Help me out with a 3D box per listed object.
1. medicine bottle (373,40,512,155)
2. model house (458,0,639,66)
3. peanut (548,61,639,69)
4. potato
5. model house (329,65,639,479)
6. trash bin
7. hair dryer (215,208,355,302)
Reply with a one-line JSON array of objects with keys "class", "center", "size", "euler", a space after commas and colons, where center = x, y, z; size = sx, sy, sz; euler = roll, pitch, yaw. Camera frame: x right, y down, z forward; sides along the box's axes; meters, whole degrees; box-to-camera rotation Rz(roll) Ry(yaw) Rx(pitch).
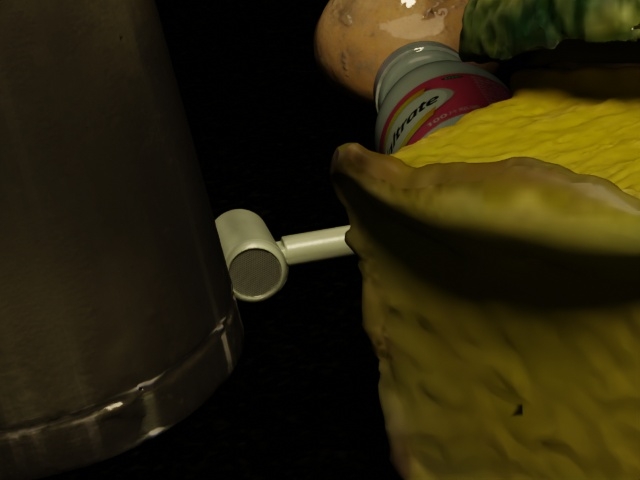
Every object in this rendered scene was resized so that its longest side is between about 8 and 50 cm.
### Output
[{"class": "medicine bottle", "center": [0.076, -0.059, 0.905], "size": [0.090, 0.090, 0.216], "euler": [-13, 22, -1]}, {"class": "model house", "center": [0.232, -0.207, 0.665], "size": [0.321, 0.266, 0.261], "euler": [-3, 0, -20]}, {"class": "peanut", "center": [0.233, -0.175, 1.026], "size": [0.153, 0.140, 0.325], "euler": [-35, 6, 38]}, {"class": "potato", "center": [0.060, -0.144, 1.098], "size": [0.147, 0.112, 0.112], "euler": [8, 30, 27]}, {"class": "model house", "center": [0.150, -0.003, 0.626], "size": [0.193, 0.174, 0.234], "euler": [6, 35, 43]}, {"class": "trash bin", "center": [-0.170, -0.059, 0.762], "size": [0.203, 0.301, 0.252], "euler": [-19, 24, -13]}, {"class": "hair dryer", "center": [0.000, 0.000, 0.886], "size": [0.124, 0.037, 0.063], "euler": [-10, 22, -9]}]
